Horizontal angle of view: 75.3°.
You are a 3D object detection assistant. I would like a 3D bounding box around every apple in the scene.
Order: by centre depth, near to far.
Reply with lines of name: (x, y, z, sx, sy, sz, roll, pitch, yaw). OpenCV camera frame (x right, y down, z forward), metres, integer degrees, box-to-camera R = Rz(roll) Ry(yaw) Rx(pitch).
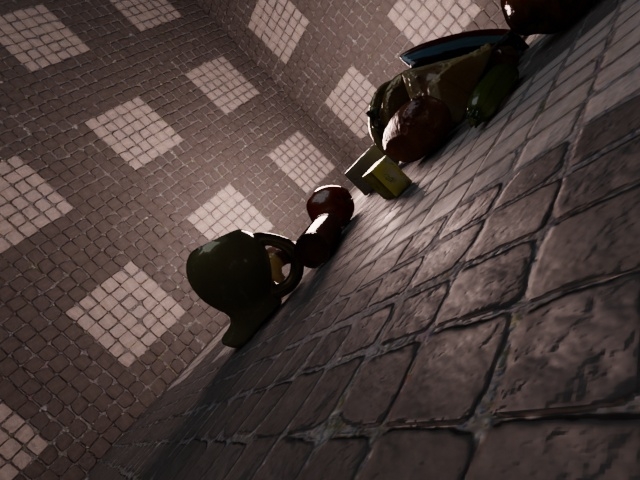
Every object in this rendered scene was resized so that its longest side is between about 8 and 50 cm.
apple: (0.542, -0.600, 0.981, 0.230, 0.230, 0.230, -45, 4, 4)

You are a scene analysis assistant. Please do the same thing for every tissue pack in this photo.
tissue pack: (0.174, -0.164, 1.115, 0.062, 0.095, 0.176, -45, 4, 3)

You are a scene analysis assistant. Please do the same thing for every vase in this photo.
vase: (-0.203, 0.111, 1.228, 0.330, 0.302, 0.241, -28, 3, -4)

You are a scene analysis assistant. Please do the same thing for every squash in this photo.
squash: (0.374, -0.327, 0.898, 0.258, 0.069, 0.069, -48, 5, -35)

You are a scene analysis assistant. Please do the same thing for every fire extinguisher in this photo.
fire extinguisher: (0.000, 0.000, 1.301, 0.337, 0.107, 0.147, -54, -13, -70)

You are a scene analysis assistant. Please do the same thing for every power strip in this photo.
power strip: (0.236, -0.325, 1.775, 0.224, 0.139, 0.140, -48, 4, -27)

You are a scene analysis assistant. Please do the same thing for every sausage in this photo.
sausage: (0.272, -0.315, 1.196, 0.141, 0.153, 0.268, -54, 4, -6)

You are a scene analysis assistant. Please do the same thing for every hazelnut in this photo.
hazelnut: (0.531, -0.520, 1.201, 0.086, 0.086, 0.086, -45, 4, 4)

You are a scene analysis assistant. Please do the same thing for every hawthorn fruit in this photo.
hawthorn fruit: (0.051, -0.130, 1.546, 0.201, 0.179, 0.179, -27, 15, 38)

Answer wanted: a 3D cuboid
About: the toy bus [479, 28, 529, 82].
toy bus: (0.554, -0.570, 1.329, 0.182, 0.091, 0.103, -44, 6, 11)

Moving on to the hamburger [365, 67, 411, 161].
hamburger: (0.325, -0.474, 1.529, 0.318, 0.276, 0.195, -42, 11, -13)

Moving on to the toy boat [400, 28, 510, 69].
toy boat: (0.472, -0.632, 1.406, 0.393, 0.079, 0.136, -8, -34, 1)

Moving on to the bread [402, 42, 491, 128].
bread: (0.400, -0.445, 1.253, 0.224, 0.211, 0.183, -20, 18, -5)

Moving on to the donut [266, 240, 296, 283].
donut: (-0.167, 0.085, 1.818, 0.295, 0.151, 0.112, -47, 14, -21)

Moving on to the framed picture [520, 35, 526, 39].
framed picture: (0.750, -0.761, 1.784, 0.347, 0.016, 0.265, -45, 5, 21)
